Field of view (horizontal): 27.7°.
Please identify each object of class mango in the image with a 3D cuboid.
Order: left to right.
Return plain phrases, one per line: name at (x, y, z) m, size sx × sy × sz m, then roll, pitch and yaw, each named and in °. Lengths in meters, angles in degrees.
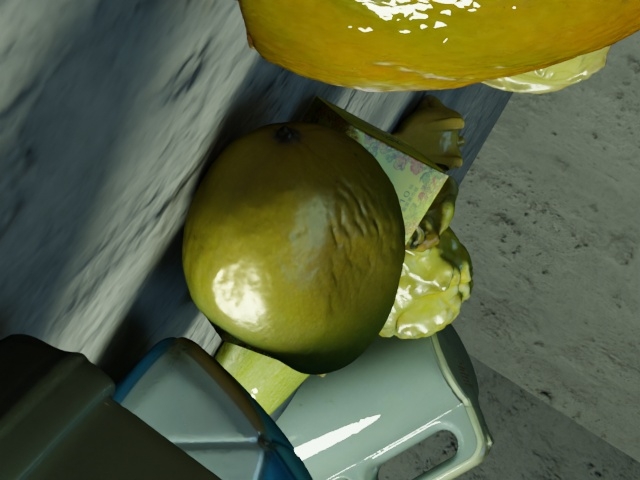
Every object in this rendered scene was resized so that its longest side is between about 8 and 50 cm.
mango at (-0.006, 0.007, 0.798) m, size 0.137 × 0.091 × 0.237 m, roll -50°, pitch 155°, yaw 0°

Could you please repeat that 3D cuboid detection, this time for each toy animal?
toy animal at (0.124, -0.129, 1.482) m, size 0.159 × 0.083 × 0.070 m, roll -71°, pitch 163°, yaw -71°

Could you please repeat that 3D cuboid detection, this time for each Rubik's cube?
Rubik's cube at (-0.085, 0.138, 0.849) m, size 0.254 × 0.254 × 0.254 m, roll -56°, pitch 173°, yaw -10°

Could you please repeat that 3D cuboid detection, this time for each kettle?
kettle at (0.063, 0.205, 1.503) m, size 0.243 × 0.210 × 0.160 m, roll -25°, pitch 155°, yaw 18°

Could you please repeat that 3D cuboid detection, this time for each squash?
squash at (-0.067, 0.134, 1.186) m, size 0.224 × 0.094 × 0.094 m, roll -53°, pitch 174°, yaw 11°

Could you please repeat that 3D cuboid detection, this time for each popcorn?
popcorn at (0.092, 0.014, 1.399) m, size 0.195 × 0.168 × 0.173 m, roll -62°, pitch 175°, yaw 36°

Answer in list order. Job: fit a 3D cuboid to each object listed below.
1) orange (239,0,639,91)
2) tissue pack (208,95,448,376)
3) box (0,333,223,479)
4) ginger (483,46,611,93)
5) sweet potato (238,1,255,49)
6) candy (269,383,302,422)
orange at (0.059, -0.184, 0.450) m, size 0.310 × 0.274 × 0.274 m, roll -23°, pitch -155°, yaw 53°
tissue pack at (0.000, 0.000, 0.917) m, size 0.176 × 0.095 × 0.062 m, roll -59°, pitch -146°, yaw 10°
box at (-0.135, 0.157, 0.565) m, size 0.148 × 0.129 × 0.210 m, roll -49°, pitch 170°, yaw -46°
ginger at (0.168, -0.238, 0.986) m, size 0.276 × 0.130 × 0.221 m, roll 152°, pitch -60°, yaw -75°
sweet potato at (-0.015, -0.127, 0.554) m, size 0.034 × 0.034 × 0.095 m, roll -13°, pitch 125°, yaw -81°
candy at (-0.048, 0.126, 1.315) m, size 0.174 × 0.071 × 0.138 m, roll -55°, pitch 172°, yaw -27°
